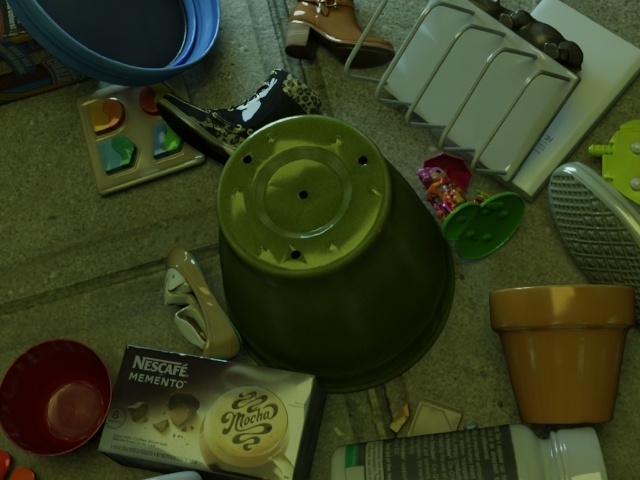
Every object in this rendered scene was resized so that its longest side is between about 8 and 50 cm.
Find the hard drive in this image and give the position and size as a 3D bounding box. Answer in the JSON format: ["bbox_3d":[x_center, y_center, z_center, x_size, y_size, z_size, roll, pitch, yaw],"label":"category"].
[{"bbox_3d":[0.354,-0.234,1.905,0.203,0.040,0.307,37,78,21],"label":"hard drive"}]

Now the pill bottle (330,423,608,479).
[{"bbox_3d":[0.204,0.359,1.602,0.361,0.204,0.204,-9,67,7],"label":"pill bottle"}]

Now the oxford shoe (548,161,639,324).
[{"bbox_3d":[0.511,0.046,1.710,0.130,0.169,0.449,-34,65,-24],"label":"oxford shoe"}]

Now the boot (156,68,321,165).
[{"bbox_3d":[-0.132,-0.216,1.946,0.236,0.085,0.178,33,74,2],"label":"boot"}]

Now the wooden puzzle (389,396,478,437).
[{"bbox_3d":[0.168,0.275,1.747,0.116,0.014,0.078,24,78,18],"label":"wooden puzzle"}]

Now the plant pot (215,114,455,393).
[{"bbox_3d":[0.000,0.000,1.702,0.366,0.353,0.366,-4,68,9],"label":"plant pot"}]

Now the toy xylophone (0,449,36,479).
[{"bbox_3d":[-0.457,0.460,1.741,0.322,0.081,0.236,25,74,18],"label":"toy xylophone"}]

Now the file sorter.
[{"bbox_3d":[0.207,-0.246,1.784,0.277,0.173,0.193,40,111,22],"label":"file sorter"}]

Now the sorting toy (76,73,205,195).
[{"bbox_3d":[-0.310,-0.194,2.004,0.193,0.038,0.208,-18,66,2],"label":"sorting toy"}]

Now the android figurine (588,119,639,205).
[{"bbox_3d":[0.550,-0.105,1.814,0.273,0.056,0.248,5,69,10],"label":"android figurine"}]

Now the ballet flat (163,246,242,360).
[{"bbox_3d":[-0.201,0.095,1.825,0.073,0.080,0.232,-11,47,-33],"label":"ballet flat"}]

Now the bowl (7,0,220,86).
[{"bbox_3d":[-0.351,-0.427,1.962,0.391,0.077,0.391,20,52,-29],"label":"bowl"}]

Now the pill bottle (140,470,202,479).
[{"bbox_3d":[-0.219,0.499,1.614,0.188,0.188,0.334,-15,78,3],"label":"pill bottle"}]

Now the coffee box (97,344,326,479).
[{"bbox_3d":[-0.157,0.269,1.746,0.297,0.119,0.168,9,70,13],"label":"coffee box"}]

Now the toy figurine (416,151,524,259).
[{"bbox_3d":[0.203,-0.070,1.816,0.159,0.173,0.130,50,119,35],"label":"toy figurine"}]

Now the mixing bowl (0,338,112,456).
[{"bbox_3d":[-0.393,0.251,1.805,0.181,0.098,0.181,-3,67,8],"label":"mixing bowl"}]

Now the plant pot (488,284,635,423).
[{"bbox_3d":[0.345,0.164,1.673,0.205,0.205,0.188,-2,83,9],"label":"plant pot"}]

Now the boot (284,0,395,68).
[{"bbox_3d":[0.042,-0.378,2.003,0.197,0.073,0.152,10,66,11],"label":"boot"}]

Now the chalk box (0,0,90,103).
[{"bbox_3d":[-0.496,-0.377,2.036,0.289,0.179,0.180,-14,66,3],"label":"chalk box"}]

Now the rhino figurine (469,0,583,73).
[{"bbox_3d":[0.317,-0.330,1.880,0.243,0.106,0.073,41,121,23],"label":"rhino figurine"}]
